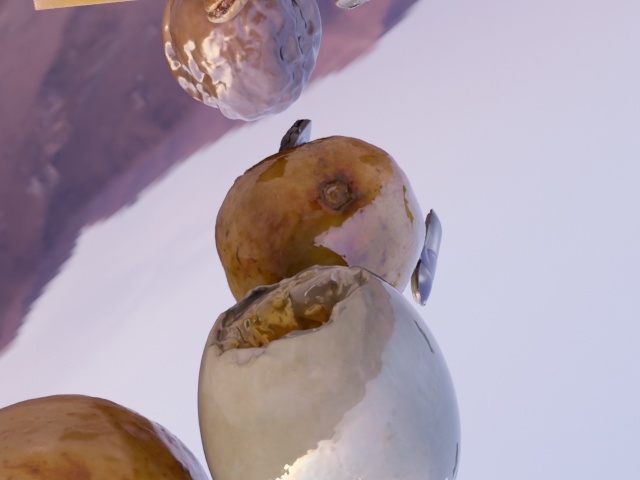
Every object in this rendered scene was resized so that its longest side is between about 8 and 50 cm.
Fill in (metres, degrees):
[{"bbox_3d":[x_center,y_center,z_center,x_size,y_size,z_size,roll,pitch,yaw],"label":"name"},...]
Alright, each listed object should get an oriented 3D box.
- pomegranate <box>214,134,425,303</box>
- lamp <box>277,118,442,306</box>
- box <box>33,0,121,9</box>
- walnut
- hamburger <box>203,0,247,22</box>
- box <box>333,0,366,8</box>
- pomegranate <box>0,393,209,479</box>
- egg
[{"bbox_3d":[0.000,0.000,1.990,0.260,0.260,0.260,-39,-172,7],"label":"pomegranate"},{"bbox_3d":[0.066,-0.061,2.238,0.124,0.283,0.203,-56,-177,23],"label":"lamp"},{"bbox_3d":[-0.277,-0.485,2.061,0.213,0.284,0.260,-4,-139,3],"label":"box"},{"bbox_3d":[-0.123,-0.319,2.482,0.227,0.273,0.273,-3,-154,26],"label":"walnut"},{"bbox_3d":[-0.122,-0.317,2.132,0.076,0.044,0.083,-45,-160,3],"label":"hamburger"},{"bbox_3d":[0.069,-0.291,1.541,0.172,0.093,0.124,-30,-177,-25],"label":"box"},{"bbox_3d":[-0.313,0.349,1.812,0.410,0.410,0.410,-39,-172,7],"label":"pomegranate"},{"bbox_3d":[0.016,0.208,1.754,0.278,0.336,0.278,-18,-165,5],"label":"egg"}]
